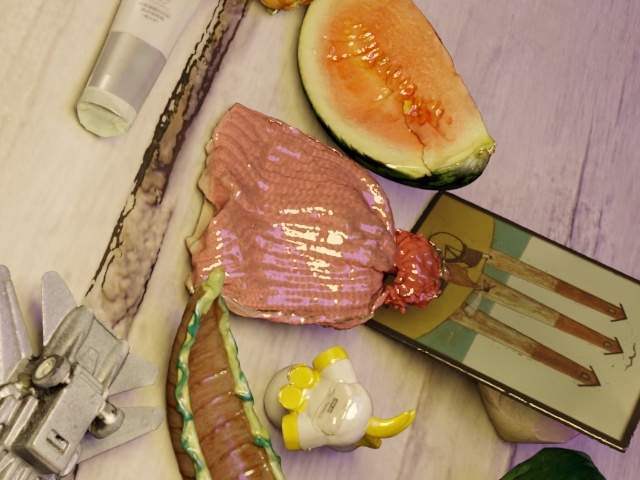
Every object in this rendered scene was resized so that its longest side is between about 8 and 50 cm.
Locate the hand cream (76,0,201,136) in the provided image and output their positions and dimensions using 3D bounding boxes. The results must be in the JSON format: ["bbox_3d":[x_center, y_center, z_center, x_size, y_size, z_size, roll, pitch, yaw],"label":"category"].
[{"bbox_3d":[-0.165,-0.205,1.303,0.079,0.048,0.255,28,55,-14],"label":"hand cream"}]

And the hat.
[{"bbox_3d":[0.000,0.000,1.387,0.286,0.107,0.237,19,62,-20],"label":"hat"}]

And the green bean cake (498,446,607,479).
[{"bbox_3d":[0.214,0.380,1.430,0.169,0.300,0.308,52,3,-8],"label":"green bean cake"}]

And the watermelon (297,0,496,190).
[{"bbox_3d":[0.047,-0.159,1.462,0.128,0.159,0.303,-10,58,-31],"label":"watermelon"}]

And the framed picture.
[{"bbox_3d":[0.231,0.080,1.532,0.244,0.323,0.013,-54,163,-41],"label":"framed picture"}]

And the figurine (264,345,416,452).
[{"bbox_3d":[0.010,0.172,1.332,0.129,0.178,0.109,23,73,-7],"label":"figurine"}]

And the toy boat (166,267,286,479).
[{"bbox_3d":[-0.090,0.166,1.253,0.108,0.099,0.293,-29,109,-49],"label":"toy boat"}]

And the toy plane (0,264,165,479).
[{"bbox_3d":[-0.234,0.168,1.087,0.212,0.088,0.267,48,47,-28],"label":"toy plane"}]

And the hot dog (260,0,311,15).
[{"bbox_3d":[-0.055,-0.368,1.465,0.104,0.076,0.250,-10,83,-30],"label":"hot dog"}]

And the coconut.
[{"bbox_3d":[0.260,0.162,1.607,0.171,0.171,0.183,21,106,-44],"label":"coconut"}]
